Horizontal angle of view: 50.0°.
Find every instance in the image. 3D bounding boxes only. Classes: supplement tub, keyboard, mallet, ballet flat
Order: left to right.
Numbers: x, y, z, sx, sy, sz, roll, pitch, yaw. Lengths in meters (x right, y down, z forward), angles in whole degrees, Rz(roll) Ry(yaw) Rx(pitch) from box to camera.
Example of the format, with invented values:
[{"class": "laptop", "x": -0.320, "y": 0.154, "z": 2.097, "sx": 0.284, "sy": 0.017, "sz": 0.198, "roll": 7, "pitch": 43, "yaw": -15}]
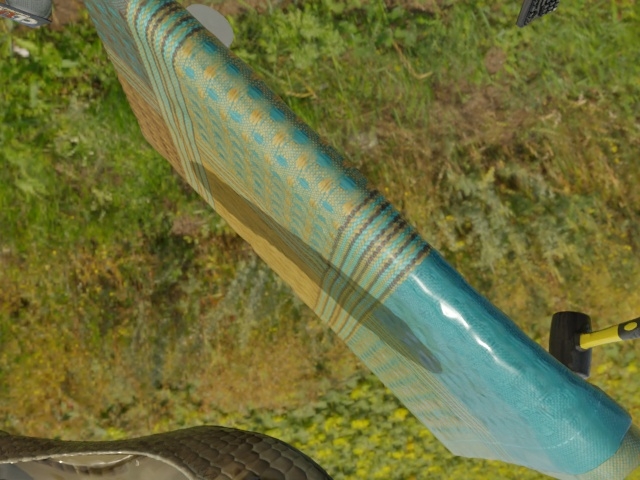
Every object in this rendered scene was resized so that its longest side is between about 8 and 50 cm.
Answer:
[{"class": "ballet flat", "x": -0.113, "y": 0.126, "z": 0.325, "sx": 0.250, "sy": 0.084, "sz": 0.058, "roll": 4, "pitch": -177, "yaw": 13}, {"class": "supplement tub", "x": -0.165, "y": -0.239, "z": 0.876, "sx": 0.071, "sy": 0.071, "sz": 0.107, "roll": 6, "pitch": 147, "yaw": -36}, {"class": "keyboard", "x": 0.333, "y": -0.376, "z": 0.948, "sx": 0.108, "sy": 0.023, "sz": 0.180, "roll": -36, "pitch": 162, "yaw": -12}, {"class": "mallet", "x": 0.249, "y": 0.087, "z": 0.576, "sx": 0.039, "sy": 0.062, "sz": 0.190, "roll": 13, "pitch": 168, "yaw": -9}]

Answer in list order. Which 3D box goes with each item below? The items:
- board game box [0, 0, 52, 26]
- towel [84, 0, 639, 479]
[{"class": "board game box", "x": -0.407, "y": -0.407, "z": 0.839, "sx": 0.042, "sy": 0.243, "sz": 0.165, "roll": -2, "pitch": 177, "yaw": 29}, {"class": "towel", "x": 0.000, "y": 0.000, "z": 0.441, "sx": 0.040, "sy": 0.370, "sz": 0.271, "roll": -44, "pitch": 175, "yaw": -13}]
